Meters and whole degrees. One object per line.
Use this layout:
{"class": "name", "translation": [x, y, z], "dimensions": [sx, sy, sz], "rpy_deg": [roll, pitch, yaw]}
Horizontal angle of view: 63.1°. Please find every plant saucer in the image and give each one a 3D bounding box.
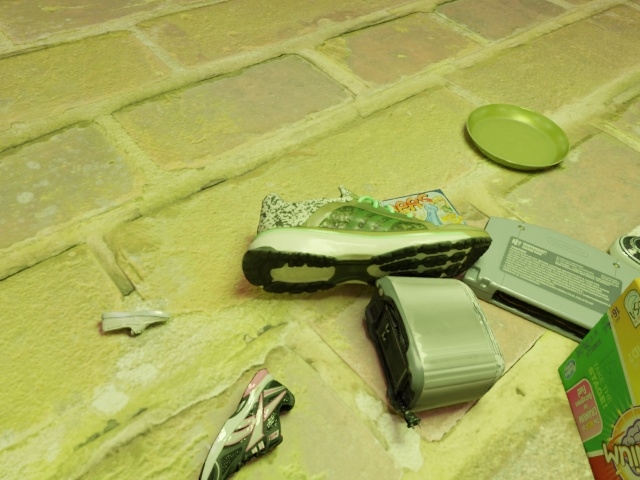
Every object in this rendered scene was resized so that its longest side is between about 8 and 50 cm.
{"class": "plant saucer", "translation": [0.456, -0.238, 1.220], "dimensions": [0.241, 0.037, 0.240], "rpy_deg": [3, 48, -4]}

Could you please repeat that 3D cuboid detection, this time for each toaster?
{"class": "toaster", "translation": [0.164, 0.153, 0.763], "dimensions": [0.147, 0.129, 0.226], "rpy_deg": [-4, 47, -14]}

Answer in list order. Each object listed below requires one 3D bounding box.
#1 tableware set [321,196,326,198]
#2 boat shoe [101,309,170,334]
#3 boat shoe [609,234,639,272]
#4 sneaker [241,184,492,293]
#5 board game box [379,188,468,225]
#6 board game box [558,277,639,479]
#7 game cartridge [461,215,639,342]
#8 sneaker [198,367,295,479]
{"class": "tableware set", "translation": [0.000, 0.000, 0.931], "dimensions": [0.141, 0.020, 0.169], "rpy_deg": [-37, 62, -15]}
{"class": "boat shoe", "translation": [-0.281, 0.126, 0.794], "dimensions": [0.100, 0.035, 0.035], "rpy_deg": [-1, 75, -13]}
{"class": "boat shoe", "translation": [0.702, 0.038, 0.956], "dimensions": [0.302, 0.102, 0.108], "rpy_deg": [19, 48, 10]}
{"class": "sneaker", "translation": [0.079, -0.025, 0.854], "dimensions": [0.411, 0.158, 0.181], "rpy_deg": [1, 58, -9]}
{"class": "board game box", "translation": [0.170, -0.025, 0.987], "dimensions": [0.201, 0.035, 0.136], "rpy_deg": [-13, 51, -18]}
{"class": "board game box", "translation": [0.417, 0.242, 0.639], "dimensions": [0.064, 0.242, 0.316], "rpy_deg": [3, 47, -3]}
{"class": "game cartridge", "translation": [0.419, 0.069, 0.925], "dimensions": [0.298, 0.062, 0.198], "rpy_deg": [25, 45, 14]}
{"class": "sneaker", "translation": [-0.089, 0.254, 0.678], "dimensions": [0.077, 0.072, 0.178], "rpy_deg": [30, 56, 5]}
